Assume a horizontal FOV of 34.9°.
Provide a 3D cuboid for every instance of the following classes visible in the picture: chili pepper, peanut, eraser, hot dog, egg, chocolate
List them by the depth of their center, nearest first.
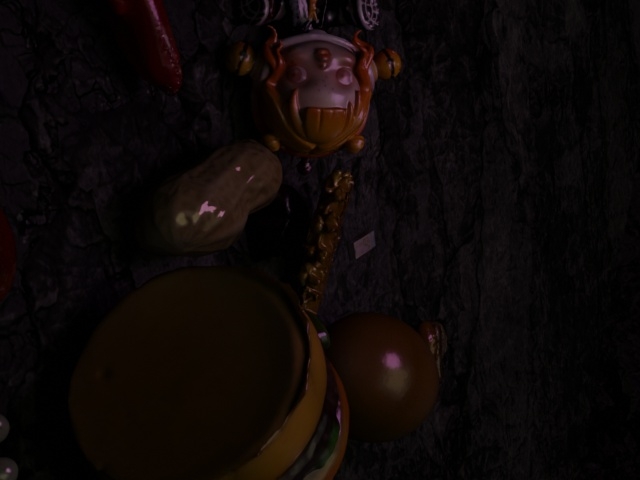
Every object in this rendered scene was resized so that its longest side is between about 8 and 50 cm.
[{"bbox_3d":[-0.290,-0.387,1.492,0.110,0.110,0.387,-45,129,-44],"label":"chili pepper"},{"bbox_3d":[-0.172,-0.067,1.648,0.313,0.152,0.152,-43,126,-48],"label":"peanut"},{"bbox_3d":[-0.068,-0.029,1.862,0.125,0.080,0.148,14,80,-54],"label":"chocolate"},{"bbox_3d":[0.106,0.271,1.985,0.322,0.250,0.250,33,66,-56],"label":"egg"},{"bbox_3d":[0.087,0.008,2.141,0.083,0.019,0.038,-31,116,-51],"label":"eraser"},{"bbox_3d":[0.260,0.258,2.375,0.090,0.060,0.140,12,86,-51],"label":"hot dog"}]

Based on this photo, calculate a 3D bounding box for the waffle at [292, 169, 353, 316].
[{"bbox_3d":[0.000,0.000,1.869,0.293,0.069,0.259,104,3,-67],"label":"waffle"}]

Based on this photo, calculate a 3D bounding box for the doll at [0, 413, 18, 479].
[{"bbox_3d":[-0.504,0.307,1.239,0.275,0.113,0.154,-26,104,-44],"label":"doll"}]

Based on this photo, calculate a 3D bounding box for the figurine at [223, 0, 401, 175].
[{"bbox_3d":[-0.018,-0.289,1.815,0.320,0.196,0.322,1,82,-13],"label":"figurine"}]

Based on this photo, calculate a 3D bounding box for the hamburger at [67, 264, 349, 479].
[{"bbox_3d":[-0.161,0.258,1.488,0.395,0.396,0.277,-65,152,-28],"label":"hamburger"}]

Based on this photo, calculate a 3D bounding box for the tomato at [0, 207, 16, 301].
[{"bbox_3d":[-0.458,0.023,1.249,0.200,0.140,0.233,58,47,-49],"label":"tomato"}]
